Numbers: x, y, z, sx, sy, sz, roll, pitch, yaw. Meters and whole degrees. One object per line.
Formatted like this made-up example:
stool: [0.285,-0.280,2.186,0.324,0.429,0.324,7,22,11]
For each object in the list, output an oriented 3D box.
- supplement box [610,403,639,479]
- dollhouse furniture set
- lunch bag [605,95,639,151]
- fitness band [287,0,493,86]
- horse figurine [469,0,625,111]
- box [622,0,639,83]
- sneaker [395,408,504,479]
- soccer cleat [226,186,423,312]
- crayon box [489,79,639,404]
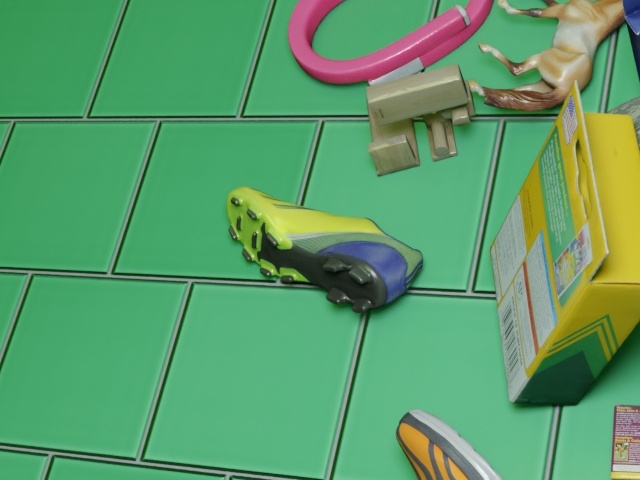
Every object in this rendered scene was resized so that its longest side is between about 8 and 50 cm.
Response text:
supplement box: [0.335,0.218,1.386,0.055,0.043,0.083,-1,62,22]
dollhouse furniture set: [0.114,-0.187,1.651,0.144,0.151,0.123,-14,57,12]
lunch bag: [0.468,-0.108,1.424,0.305,0.212,0.256,-26,31,7]
fitness band: [0.093,-0.315,1.795,0.291,0.054,0.209,-29,54,3]
horse figurine: [0.291,-0.245,1.659,0.175,0.066,0.263,15,60,22]
box: [0.422,-0.232,1.504,0.136,0.225,0.036,-28,55,5]
sneaker: [0.136,0.327,1.353,0.180,0.124,0.321,-38,54,-4]
soccer cleat: [0.000,0.001,1.642,0.289,0.093,0.121,27,44,37]
crayon box: [0.265,0.013,1.369,0.083,0.323,0.203,2,59,-8]
